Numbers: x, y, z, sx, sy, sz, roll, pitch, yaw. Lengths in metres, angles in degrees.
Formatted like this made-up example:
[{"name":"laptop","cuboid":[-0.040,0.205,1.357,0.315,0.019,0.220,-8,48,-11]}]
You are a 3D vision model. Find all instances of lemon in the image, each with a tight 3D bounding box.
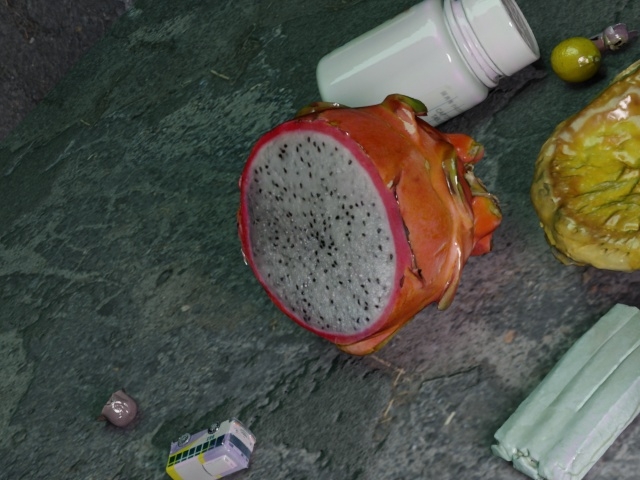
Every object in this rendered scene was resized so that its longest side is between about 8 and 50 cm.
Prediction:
[{"name":"lemon","cuboid":[0.343,-0.242,1.833,0.062,0.062,0.083,-48,27,-19]}]

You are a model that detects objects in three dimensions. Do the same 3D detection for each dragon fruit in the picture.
[{"name":"dragon fruit","cuboid":[0.073,-0.035,1.649,0.305,0.305,0.225,-5,14,46]}]

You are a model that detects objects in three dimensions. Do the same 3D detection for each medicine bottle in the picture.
[{"name":"medicine bottle","cuboid":[0.152,-0.251,1.954,0.293,0.170,0.170,-28,29,21]}]

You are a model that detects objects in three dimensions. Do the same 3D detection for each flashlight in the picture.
[{"name":"flashlight","cuboid":[0.376,-0.264,1.861,0.110,0.052,0.031,-22,67,39]}]

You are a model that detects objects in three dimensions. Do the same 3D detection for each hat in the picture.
[{"name":"hat","cuboid":[-0.274,0.235,1.879,0.058,0.042,0.087,-47,-5,-22]}]

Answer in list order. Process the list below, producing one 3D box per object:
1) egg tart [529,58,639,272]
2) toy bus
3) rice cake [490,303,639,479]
[{"name":"egg tart","cuboid":[0.385,-0.075,1.464,0.341,0.129,0.341,-27,31,18]},{"name":"toy bus","cuboid":[-0.133,0.259,1.654,0.102,0.052,0.058,-25,33,27]},{"name":"rice cake","cuboid":[0.270,0.153,1.353,0.211,0.038,0.124,-47,30,-16]}]
